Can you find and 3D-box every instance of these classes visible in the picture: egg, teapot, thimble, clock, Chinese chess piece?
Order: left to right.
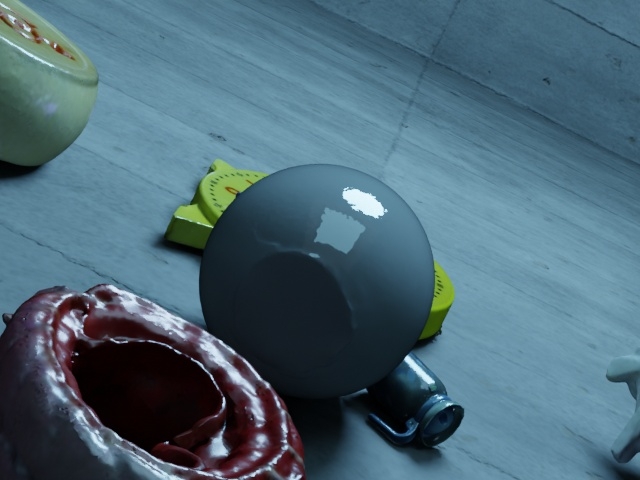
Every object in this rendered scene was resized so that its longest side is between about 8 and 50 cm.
[{"bbox_3d":[-0.319,-0.174,1.018,0.251,0.097,0.251,36,10,-7],"label":"Chinese chess piece"},{"bbox_3d":[-0.099,0.120,0.558,0.163,0.125,0.189,16,20,-35],"label":"thimble"},{"bbox_3d":[0.001,0.029,0.860,0.176,0.176,0.232,29,9,8],"label":"egg"},{"bbox_3d":[0.003,-0.003,1.111,0.293,0.071,0.277,24,18,-9],"label":"clock"},{"bbox_3d":[0.068,0.122,0.893,0.063,0.049,0.083,8,26,-45],"label":"teapot"}]

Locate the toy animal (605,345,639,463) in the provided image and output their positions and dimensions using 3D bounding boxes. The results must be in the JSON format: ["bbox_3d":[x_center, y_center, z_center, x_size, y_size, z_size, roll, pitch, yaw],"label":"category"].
[{"bbox_3d":[0.376,0.202,0.999,0.282,0.138,0.140,46,23,-14],"label":"toy animal"}]
